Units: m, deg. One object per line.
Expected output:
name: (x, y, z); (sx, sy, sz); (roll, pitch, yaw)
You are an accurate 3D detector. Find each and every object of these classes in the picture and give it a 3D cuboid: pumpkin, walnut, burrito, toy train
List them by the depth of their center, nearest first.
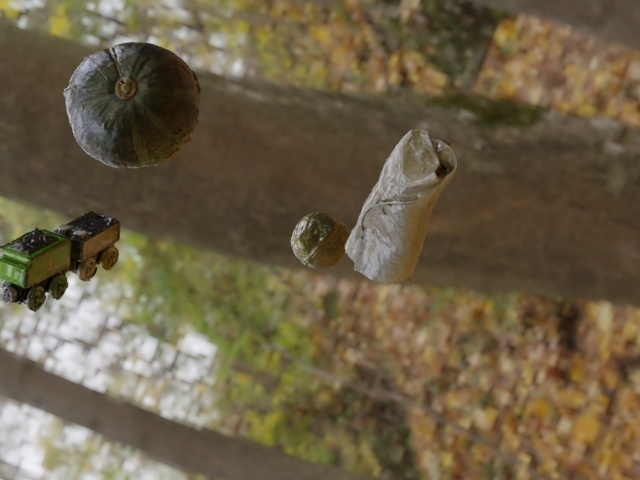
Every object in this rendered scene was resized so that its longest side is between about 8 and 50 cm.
burrito: (0.079, -0.027, 1.662); (0.060, 0.087, 0.226); (-28, -22, -28)
toy train: (-0.314, 0.019, 2.033); (0.202, 0.060, 0.081); (-33, -45, -54)
pumpkin: (-0.264, -0.191, 2.374); (0.190, 0.190, 0.146); (-69, -18, 0)
walnut: (0.000, 0.000, 2.493); (0.092, 0.092, 0.092); (21, -90, -86)
